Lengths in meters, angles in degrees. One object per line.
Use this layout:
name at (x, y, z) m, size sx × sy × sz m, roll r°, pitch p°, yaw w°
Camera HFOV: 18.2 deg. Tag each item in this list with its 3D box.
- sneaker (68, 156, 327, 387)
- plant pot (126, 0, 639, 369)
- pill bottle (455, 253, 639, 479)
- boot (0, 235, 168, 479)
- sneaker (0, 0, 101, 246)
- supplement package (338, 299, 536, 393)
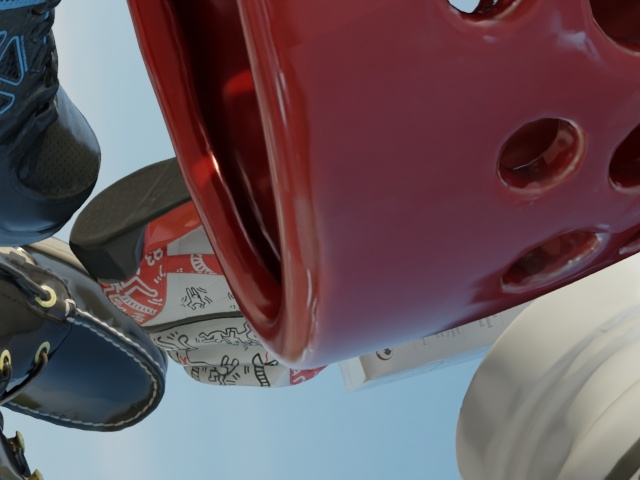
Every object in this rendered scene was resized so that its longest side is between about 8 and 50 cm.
sneaker at (0.000, -0.001, 1.159) m, size 0.145 × 0.270 × 0.090 m, roll 54°, pitch 30°, yaw -31°
plant pot at (0.045, -0.084, 0.421) m, size 0.191 × 0.174 × 0.191 m, roll 166°, pitch -90°, yaw -82°
pill bottle at (0.223, 0.165, 0.868) m, size 0.363 × 0.210 × 0.210 m, roll 48°, pitch -43°, yaw 48°
boot at (-0.225, 0.101, 1.264) m, size 0.138 × 0.377 × 0.284 m, roll -40°, pitch -138°, yaw 16°
sneaker at (-0.174, -0.104, 0.993) m, size 0.341 × 0.140 × 0.125 m, roll 51°, pitch 18°, yaw -60°
supplement package at (0.123, -0.026, 1.382) m, size 0.198 × 0.263 × 0.199 m, roll 114°, pitch -40°, yaw -82°
